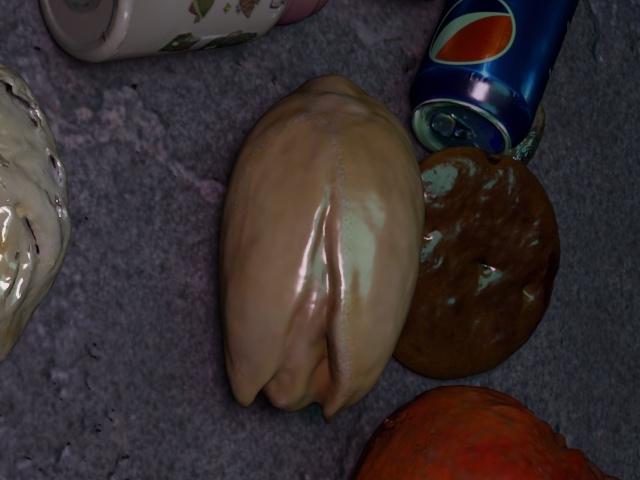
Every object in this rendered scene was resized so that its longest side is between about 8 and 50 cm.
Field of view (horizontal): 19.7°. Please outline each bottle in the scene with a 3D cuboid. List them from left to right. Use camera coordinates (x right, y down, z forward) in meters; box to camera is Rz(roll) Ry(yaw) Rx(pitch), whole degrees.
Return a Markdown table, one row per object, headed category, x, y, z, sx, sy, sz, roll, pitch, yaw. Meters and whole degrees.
| category | x | y | z | sx | sy | sz | roll | pitch | yaw |
| --- | --- | --- | --- | --- | --- | --- | --- | --- | --- |
| bottle | -0.094 | -0.210 | 1.469 | 0.253 | 0.120 | 0.120 | -13 | 89 | -44 |

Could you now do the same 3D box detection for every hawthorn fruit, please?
| category | x | y | z | sx | sy | sz | roll | pitch | yaw |
| --- | --- | --- | --- | --- | --- | --- | --- | --- | --- |
| hawthorn fruit | 0.124 | 0.283 | 1.474 | 0.276 | 0.276 | 0.307 | 37 | 74 | -30 |

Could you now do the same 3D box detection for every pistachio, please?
| category | x | y | z | sx | sy | sz | roll | pitch | yaw |
| --- | --- | --- | --- | --- | --- | --- | --- | --- | --- |
| pistachio | 0.000 | 0.000 | 1.482 | 0.162 | 0.181 | 0.293 | 5 | 71 | -3 |

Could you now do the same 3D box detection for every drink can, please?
| category | x | y | z | sx | sy | sz | roll | pitch | yaw |
| --- | --- | --- | --- | --- | --- | --- | --- | --- | --- |
| drink can | 0.158 | -0.173 | 1.685 | 0.118 | 0.118 | 0.205 | 39 | 57 | -29 |

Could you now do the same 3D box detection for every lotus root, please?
| category | x | y | z | sx | sy | sz | roll | pitch | yaw |
| --- | --- | --- | --- | --- | --- | --- | --- | --- | --- |
| lotus root | 0.178 | -0.095 | 1.730 | 0.054 | 0.049 | 0.099 | 31 | 60 | -10 |

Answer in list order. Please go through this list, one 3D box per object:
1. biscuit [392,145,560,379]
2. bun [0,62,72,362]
| category | x | y | z | sx | sy | sz | roll | pitch | yaw |
| --- | --- | --- | --- | --- | --- | --- | --- | --- | --- |
| biscuit | 0.126 | 0.022 | 1.624 | 0.212 | 0.036 | 0.212 | -6 | 103 | -28 |
| bun | -0.288 | -0.022 | 1.237 | 0.287 | 0.146 | 0.287 | 9 | 75 | -38 |
